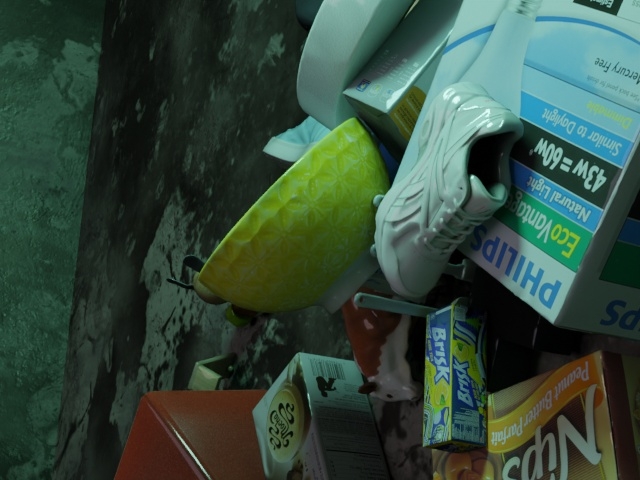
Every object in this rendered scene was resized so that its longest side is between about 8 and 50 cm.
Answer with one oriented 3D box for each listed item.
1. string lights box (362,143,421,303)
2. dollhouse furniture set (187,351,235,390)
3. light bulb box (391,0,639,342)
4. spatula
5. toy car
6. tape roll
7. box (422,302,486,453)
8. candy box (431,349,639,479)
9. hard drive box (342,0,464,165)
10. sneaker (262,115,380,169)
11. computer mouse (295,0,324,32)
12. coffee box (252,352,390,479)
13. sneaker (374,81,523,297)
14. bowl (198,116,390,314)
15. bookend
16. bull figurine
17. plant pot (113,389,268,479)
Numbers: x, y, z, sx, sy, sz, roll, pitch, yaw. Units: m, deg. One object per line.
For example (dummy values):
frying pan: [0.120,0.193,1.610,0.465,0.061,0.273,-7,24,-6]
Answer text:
string lights box: [0.123,-0.056,1.424,0.133,0.077,0.259,16,76,45]
dollhouse furniture set: [-0.168,0.322,1.986,0.151,0.123,0.144,26,106,25]
light bulb box: [0.295,-0.124,1.088,0.358,0.225,0.361,43,117,57]
spatula: [0.145,0.035,1.289,0.019,0.242,0.168,13,90,51]
toy car: [-0.191,0.066,1.950,0.155,0.188,0.149,-49,40,43]
tape roll: [0.117,-0.311,1.371,0.072,0.392,0.392,38,121,14]
box: [0.162,0.165,1.235,0.059,0.054,0.169,-33,47,55]
candy box: [0.251,0.259,1.172,0.316,0.088,0.183,-36,49,52]
hard drive box: [0.166,-0.207,1.298,0.232,0.181,0.089,-52,45,-6]
sneaker: [0.018,-0.167,1.739,0.150,0.135,0.366,-56,21,-6]
computer mouse: [0.021,-0.450,1.874,0.272,0.072,0.188,6,87,62]
coffee box: [0.004,0.343,1.563,0.168,0.119,0.297,-54,37,37]
sneaker: [0.131,-0.038,1.032,0.115,0.090,0.232,42,119,54]
bowl: [0.000,0.000,1.305,0.289,0.156,0.289,-46,-3,-4]
bookend: [0.245,0.123,1.250,0.157,0.072,0.156,13,91,62]
bull figurine: [0.092,0.084,1.519,0.188,0.101,0.310,-49,46,30]
plant pot: [-0.171,0.428,1.737,0.236,0.267,0.267,39,115,45]
